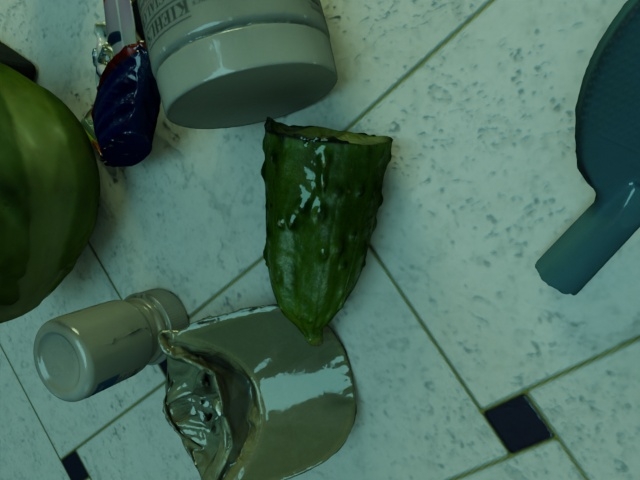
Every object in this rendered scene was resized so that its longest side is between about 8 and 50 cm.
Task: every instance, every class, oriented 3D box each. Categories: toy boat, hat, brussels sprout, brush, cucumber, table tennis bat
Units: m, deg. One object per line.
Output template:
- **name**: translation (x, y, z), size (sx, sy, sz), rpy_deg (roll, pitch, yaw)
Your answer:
- **toy boat**: translation (-0.234, -0.244, 0.604), size (0.219, 0.072, 0.318), rpy_deg (22, 110, 55)
- **hat**: translation (-0.087, 0.192, 0.632), size (0.245, 0.149, 0.214), rpy_deg (-14, 85, -8)
- **brussels sprout**: translation (-0.451, -0.066, 0.641), size (0.315, 0.276, 0.371), rpy_deg (-7, 121, 14)
- **brush**: translation (-0.316, -0.140, 0.721), size (0.021, 0.019, 0.083), rpy_deg (-41, 77, 16)
- **cucumber**: translation (-0.003, -0.001, 0.531), size (0.134, 0.134, 0.244), rpy_deg (12, 107, 25)
- **table tennis bat**: translation (0.278, -0.080, 0.366), size (0.215, 0.044, 0.329), rpy_deg (21, 128, -9)

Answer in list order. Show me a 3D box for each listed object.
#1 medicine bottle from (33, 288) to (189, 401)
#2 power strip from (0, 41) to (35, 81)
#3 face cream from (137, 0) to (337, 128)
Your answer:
- **medicine bottle**: translation (-0.262, 0.128, 0.651), size (0.105, 0.168, 0.105), rpy_deg (5, 101, 26)
- **power strip**: translation (-0.554, -0.291, 0.771), size (0.257, 0.105, 0.070), rpy_deg (32, 113, 19)
- **face cream**: translation (-0.085, -0.210, 0.501), size (0.177, 0.177, 0.153), rpy_deg (-15, 90, 28)
